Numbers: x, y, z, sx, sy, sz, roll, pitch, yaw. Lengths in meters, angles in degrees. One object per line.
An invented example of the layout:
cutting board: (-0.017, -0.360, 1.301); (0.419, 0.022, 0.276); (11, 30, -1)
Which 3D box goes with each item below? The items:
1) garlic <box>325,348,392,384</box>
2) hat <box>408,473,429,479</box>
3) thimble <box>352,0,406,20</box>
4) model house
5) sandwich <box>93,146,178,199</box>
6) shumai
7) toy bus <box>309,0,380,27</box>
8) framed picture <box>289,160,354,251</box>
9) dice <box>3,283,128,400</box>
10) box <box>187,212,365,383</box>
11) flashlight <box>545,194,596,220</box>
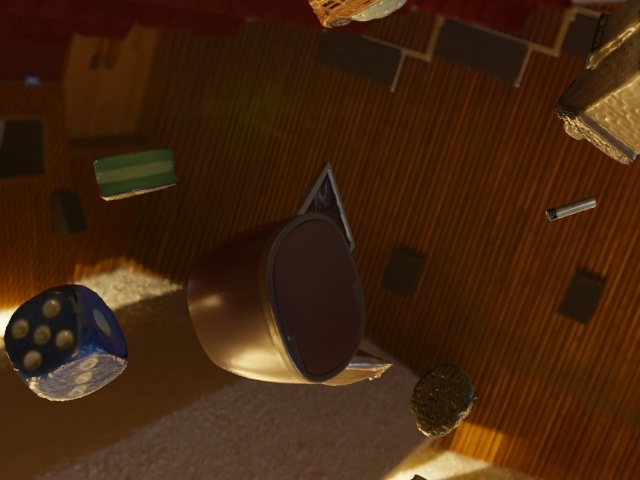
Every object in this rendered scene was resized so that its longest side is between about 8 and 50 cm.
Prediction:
garlic: (0.031, 0.318, 2.257); (0.266, 0.148, 0.129); (0, -131, -45)
hat: (0.129, 0.530, 1.515); (0.225, 0.220, 0.164); (2, 179, -43)
thimble: (0.065, -0.523, 1.615); (0.237, 0.237, 0.150); (19, 172, 7)
model house: (0.622, -0.316, 1.766); (0.243, 0.284, 0.299); (36, -125, -17)
sandwich: (-0.309, -0.115, 1.483); (0.116, 0.074, 0.074); (-13, 180, 8)
shumai: (0.212, 0.267, 1.461); (0.099, 0.124, 0.087); (44, -169, 35)
toy bus: (0.043, -0.360, 1.197); (0.088, 0.083, 0.194); (-1, 171, -39)
framed picture: (0.000, 0.000, 1.956); (0.020, 0.241, 0.324); (-5, -151, 22)
dice: (-0.403, 0.163, 1.412); (0.143, 0.146, 0.146); (59, -174, 26)
box: (-0.082, 0.110, 1.578); (0.216, 0.301, 0.301); (-11, 178, 35)
flashlight: (0.418, -0.054, 1.476); (0.083, 0.018, 0.018); (-18, -154, -2)
